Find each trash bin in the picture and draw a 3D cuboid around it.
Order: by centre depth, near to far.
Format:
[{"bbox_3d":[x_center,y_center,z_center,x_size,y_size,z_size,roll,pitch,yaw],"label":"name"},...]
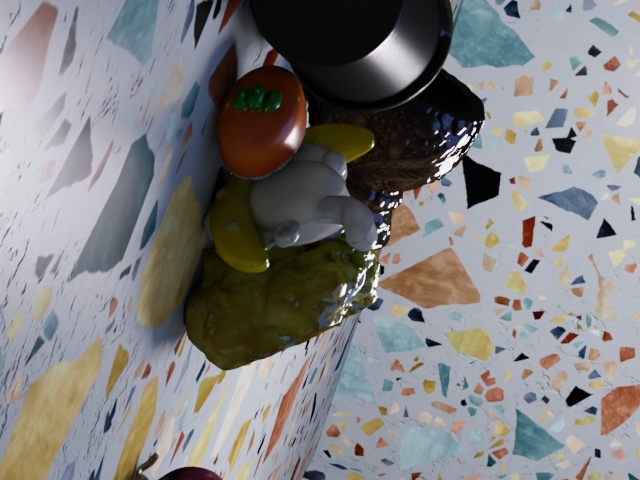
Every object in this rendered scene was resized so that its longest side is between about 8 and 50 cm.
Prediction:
[{"bbox_3d":[0.046,-0.265,1.530,0.334,0.214,0.214,14,97,-78],"label":"trash bin"}]

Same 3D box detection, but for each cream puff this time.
[{"bbox_3d":[-0.056,0.050,1.702,0.282,0.185,0.282,-24,176,-2],"label":"cream puff"}]

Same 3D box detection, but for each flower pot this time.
[{"bbox_3d":[0.076,-0.143,1.950,0.267,0.267,0.266,-60,177,24],"label":"flower pot"}]

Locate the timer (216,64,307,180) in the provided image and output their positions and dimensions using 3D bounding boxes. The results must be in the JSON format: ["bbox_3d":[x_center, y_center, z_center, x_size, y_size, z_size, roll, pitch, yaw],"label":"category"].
[{"bbox_3d":[-0.070,-0.142,1.476,0.136,0.099,0.136,12,90,-75],"label":"timer"}]

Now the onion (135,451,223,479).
[{"bbox_3d":[-0.199,0.386,1.753,0.177,0.153,0.177,-157,-90,-81],"label":"onion"}]

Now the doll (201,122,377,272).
[{"bbox_3d":[-0.031,-0.047,1.555,0.111,0.252,0.237,62,29,-30],"label":"doll"}]

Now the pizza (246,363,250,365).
[{"bbox_3d":[-0.090,0.084,2.034,0.246,0.058,0.127,-68,167,18],"label":"pizza"}]
